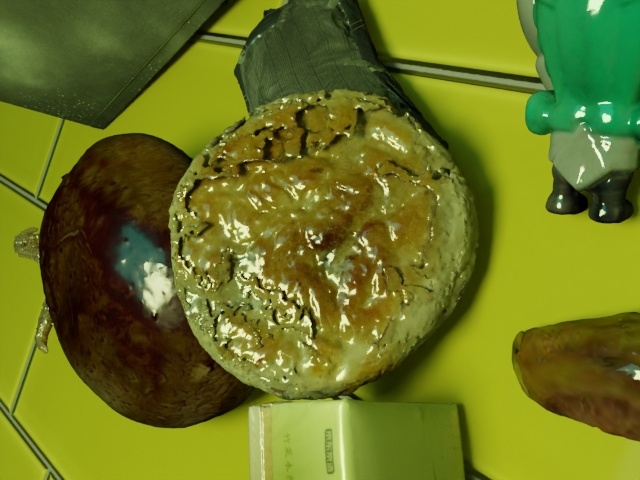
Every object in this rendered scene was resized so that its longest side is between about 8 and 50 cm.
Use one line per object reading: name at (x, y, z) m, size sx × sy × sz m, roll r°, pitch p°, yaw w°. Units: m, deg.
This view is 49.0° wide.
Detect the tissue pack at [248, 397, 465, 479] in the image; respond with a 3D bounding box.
tissue pack at (0.036, 0.244, 0.544) m, size 0.125 × 0.159 × 0.234 m, roll -18°, pitch 67°, yaw 40°

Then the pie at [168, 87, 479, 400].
pie at (0.000, 0.000, 0.601) m, size 0.274 × 0.055 × 0.274 m, roll -1°, pitch 83°, yaw 7°

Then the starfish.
starfish at (-0.364, 0.012, 1.049) m, size 0.299 × 0.060 × 0.302 m, roll -27°, pitch 56°, yaw 29°

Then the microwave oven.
microwave oven at (-0.344, -0.386, 0.933) m, size 0.432 × 0.374 × 0.236 m, roll -31°, pitch 60°, yaw 39°

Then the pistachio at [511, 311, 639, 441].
pistachio at (0.207, 0.092, 0.503) m, size 0.173 × 0.049 × 0.089 m, roll 10°, pitch 85°, yaw 44°

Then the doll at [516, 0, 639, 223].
doll at (0.210, -0.158, 0.523) m, size 0.195 × 0.153 × 0.258 m, roll 40°, pitch 124°, yaw 23°

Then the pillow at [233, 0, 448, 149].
pillow at (0.006, -0.148, 0.719) m, size 0.162 × 0.092 × 0.335 m, roll -26°, pitch 55°, yaw 3°

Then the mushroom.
mushroom at (-0.194, 0.046, 0.781) m, size 0.345 × 0.239 × 0.345 m, roll -168°, pitch 90°, yaw -69°
